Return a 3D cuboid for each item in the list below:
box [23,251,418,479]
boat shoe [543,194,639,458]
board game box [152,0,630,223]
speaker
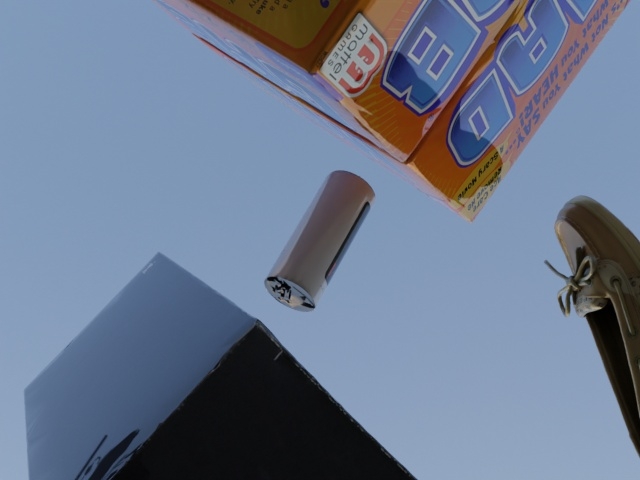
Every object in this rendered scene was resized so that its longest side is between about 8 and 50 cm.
[{"bbox_3d":[-0.050,0.193,0.657,0.179,0.343,0.312,-46,-72,-10],"label":"box"},{"bbox_3d":[0.310,0.086,0.878,0.089,0.105,0.285,-23,-110,-4],"label":"boat shoe"},{"bbox_3d":[0.063,-0.298,0.860,0.356,0.356,0.357,37,-87,36],"label":"board game box"},{"bbox_3d":[0.000,0.000,0.806,0.055,0.055,0.136,30,-119,0],"label":"speaker"}]
